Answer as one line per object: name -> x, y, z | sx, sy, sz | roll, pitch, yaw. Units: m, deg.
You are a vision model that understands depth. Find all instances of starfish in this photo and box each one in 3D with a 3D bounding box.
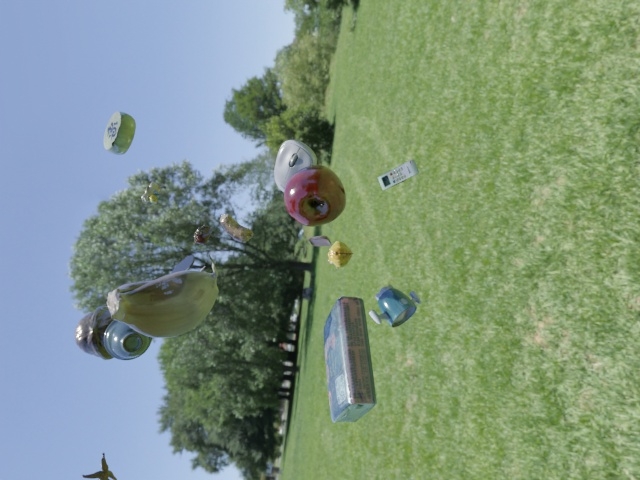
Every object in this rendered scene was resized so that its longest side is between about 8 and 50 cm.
starfish -> -0.814, 0.866, 1.662 | 0.133, 0.041, 0.131 | 13, -105, -47

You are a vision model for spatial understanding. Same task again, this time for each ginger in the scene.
ginger -> -0.393, -0.053, 2.059 | 0.069, 0.190, 0.095 | -36, -27, -56

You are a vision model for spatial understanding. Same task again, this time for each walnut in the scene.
walnut -> -0.991, 0.422, 2.049 | 0.248, 0.248, 0.249 | -172, 90, -89

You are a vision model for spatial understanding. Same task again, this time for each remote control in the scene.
remote control -> 0.315, -0.262, 1.796 | 0.029, 0.166, 0.065 | -12, -101, -57

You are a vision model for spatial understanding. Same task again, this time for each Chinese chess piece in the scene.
Chinese chess piece -> -0.679, -0.361, 1.499 | 0.144, 0.058, 0.144 | -15, 68, 41

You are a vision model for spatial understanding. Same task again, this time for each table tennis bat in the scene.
table tennis bat -> -0.665, 0.152, 2.128 | 0.021, 0.154, 0.274 | 51, -176, -25

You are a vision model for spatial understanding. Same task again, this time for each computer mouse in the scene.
computer mouse -> -0.125, -0.302, 1.958 | 0.121, 0.184, 0.297 | -48, -7, -31

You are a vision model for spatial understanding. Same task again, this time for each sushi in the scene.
sushi -> -0.410, -0.020, 1.544 | 0.052, 0.055, 0.120 | -60, 12, 21

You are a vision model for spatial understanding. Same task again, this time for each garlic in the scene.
garlic -> -0.493, 0.168, 1.456 | 0.231, 0.339, 0.246 | 43, 156, 51

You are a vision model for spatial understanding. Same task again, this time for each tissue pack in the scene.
tissue pack -> 0.079, 0.358, 1.334 | 0.228, 0.103, 0.316 | 111, 158, -54

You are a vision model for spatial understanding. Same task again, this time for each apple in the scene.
apple -> -0.023, -0.167, 1.599 | 0.230, 0.229, 0.230 | -172, 90, -89

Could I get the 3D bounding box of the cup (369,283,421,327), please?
cup -> 0.368, 0.318, 2.229 | 0.173, 0.299, 0.168 | 53, 147, 30

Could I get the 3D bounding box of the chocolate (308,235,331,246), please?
chocolate -> 0.000, 0.000, 1.996 | 0.064, 0.100, 0.031 | 52, -136, -40

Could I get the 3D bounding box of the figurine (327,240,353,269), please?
figurine -> 0.096, 0.082, 2.430 | 0.246, 0.131, 0.157 | 166, 101, -74

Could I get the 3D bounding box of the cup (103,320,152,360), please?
cup -> -0.808, 0.425, 1.895 | 0.150, 0.199, 0.199 | -2, 79, 60

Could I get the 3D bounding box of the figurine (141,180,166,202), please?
figurine -> -0.580, -0.164, 1.549 | 0.083, 0.050, 0.047 | -63, -20, -17
